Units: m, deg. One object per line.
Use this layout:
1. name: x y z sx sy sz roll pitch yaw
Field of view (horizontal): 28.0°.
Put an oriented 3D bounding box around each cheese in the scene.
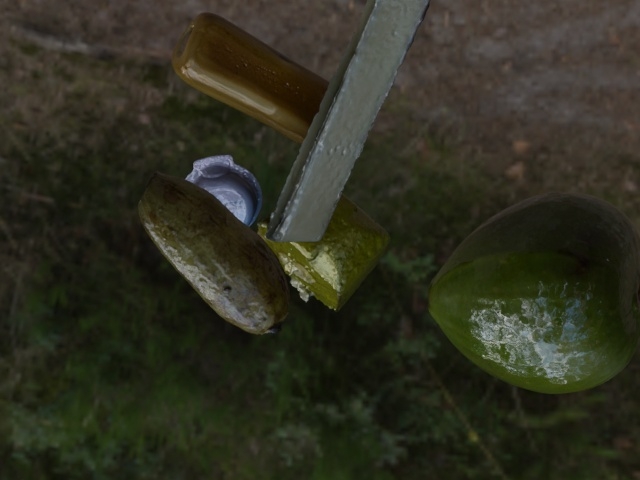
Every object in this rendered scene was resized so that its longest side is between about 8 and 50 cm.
1. cheese: -0.155 -0.034 2.020 0.135 0.052 0.245 -10 130 -5
2. cheese: 0.035 -0.161 1.571 0.085 0.034 0.400 4 123 -34

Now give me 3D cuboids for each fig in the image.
1. fig: 0.311 0.077 1.869 0.316 0.316 0.316 5 153 2

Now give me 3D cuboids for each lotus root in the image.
1. lotus root: -0.132 0.019 1.638 0.258 0.110 0.097 45 144 -8

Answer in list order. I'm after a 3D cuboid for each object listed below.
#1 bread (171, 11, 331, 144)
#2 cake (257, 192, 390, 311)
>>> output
1. bread: -0.078 -0.198 1.622 0.239 0.093 0.074 27 167 -31
2. cake: 0.000 0.000 1.980 0.179 0.156 0.260 37 168 6
